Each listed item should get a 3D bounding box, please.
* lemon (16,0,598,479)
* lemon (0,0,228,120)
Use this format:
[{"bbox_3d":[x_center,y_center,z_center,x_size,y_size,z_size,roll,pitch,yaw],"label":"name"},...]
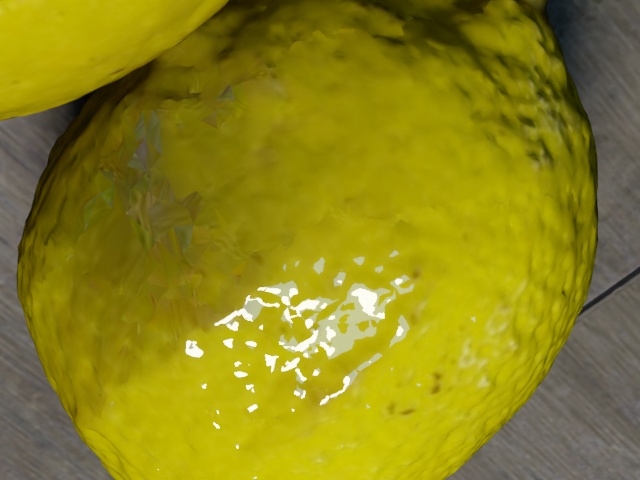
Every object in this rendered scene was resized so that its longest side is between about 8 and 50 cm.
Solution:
[{"bbox_3d":[0.000,0.000,0.803,0.268,0.268,0.322,27,121,-28],"label":"lemon"},{"bbox_3d":[-0.140,-0.175,0.646,0.310,0.258,0.258,-31,126,13],"label":"lemon"}]
